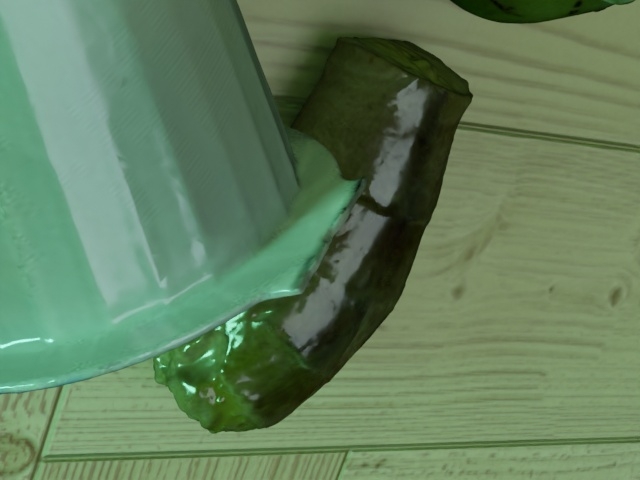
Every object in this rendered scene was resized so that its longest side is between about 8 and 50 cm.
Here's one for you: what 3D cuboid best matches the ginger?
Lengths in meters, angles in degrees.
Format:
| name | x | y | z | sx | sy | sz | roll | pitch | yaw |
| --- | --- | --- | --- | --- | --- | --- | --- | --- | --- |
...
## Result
| name | x | y | z | sx | sy | sz | roll | pitch | yaw |
| --- | --- | --- | --- | --- | --- | --- | --- | --- | --- |
| ginger | 0.000 | 0.000 | 1.010 | 0.263 | 0.116 | 0.109 | -61 | 175 | 5 |

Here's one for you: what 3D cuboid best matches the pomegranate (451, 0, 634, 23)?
| name | x | y | z | sx | sy | sz | roll | pitch | yaw |
| --- | --- | --- | --- | --- | --- | --- | --- | --- | --- |
| pomegranate | 0.129 | -0.193 | 0.910 | 0.180 | 0.210 | 0.180 | -10 | 124 | -14 |

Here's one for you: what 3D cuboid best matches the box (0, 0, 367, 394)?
| name | x | y | z | sx | sy | sz | roll | pitch | yaw |
| --- | --- | --- | --- | --- | --- | --- | --- | --- | --- |
| box | -0.153 | -0.075 | 0.777 | 0.291 | 0.262 | 0.206 | -23 | 117 | -13 |
